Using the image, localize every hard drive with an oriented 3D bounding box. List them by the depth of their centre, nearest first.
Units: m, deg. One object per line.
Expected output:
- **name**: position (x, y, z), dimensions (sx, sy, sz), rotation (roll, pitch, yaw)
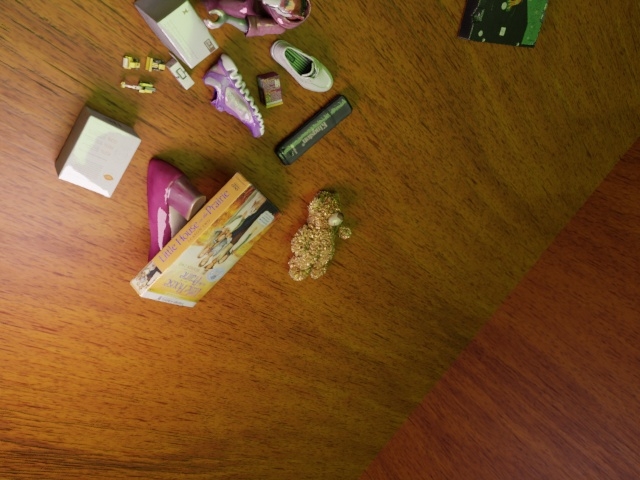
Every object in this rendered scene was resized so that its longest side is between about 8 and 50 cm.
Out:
- **hard drive**: position (0.626, -0.781, 1.666), dimensions (0.338, 0.064, 0.237), rotation (-8, 123, -29)

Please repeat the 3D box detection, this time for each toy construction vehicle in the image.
- **toy construction vehicle**: position (-0.429, -0.402, 1.211), dimensions (0.098, 0.035, 0.086), rotation (2, 117, -35)

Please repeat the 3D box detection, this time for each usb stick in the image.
- **usb stick**: position (-0.018, -0.338, 1.528), dimensions (0.278, 0.045, 0.077), rotation (-41, 134, -5)

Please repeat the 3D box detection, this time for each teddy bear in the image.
- **teddy bear**: position (0.000, 0.000, 1.719), dimensions (0.245, 0.113, 0.338), rotation (18, 107, -43)

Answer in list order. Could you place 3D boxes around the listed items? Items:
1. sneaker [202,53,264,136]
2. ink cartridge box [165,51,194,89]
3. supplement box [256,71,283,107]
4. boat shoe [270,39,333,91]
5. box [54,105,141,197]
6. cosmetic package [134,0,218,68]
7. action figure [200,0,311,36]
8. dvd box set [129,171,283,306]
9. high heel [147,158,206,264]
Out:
- **sneaker**: position (-0.234, -0.371, 1.335), dimensions (0.104, 0.095, 0.236), rotation (-32, 127, -4)
- **ink cartridge box**: position (-0.355, -0.421, 1.240), dimensions (0.028, 0.048, 0.083), rotation (-41, 132, -5)
- **supplement box**: position (-0.141, -0.419, 1.391), dimensions (0.054, 0.043, 0.083), rotation (-21, 129, -22)
- **boat shoe**: position (-0.041, -0.476, 1.400), dimensions (0.226, 0.076, 0.083), rotation (17, 108, -40)
- **box**: position (-0.544, -0.215, 1.216), dimensions (0.130, 0.091, 0.171), rotation (25, 103, -42)
- **cosmetic package**: position (-0.322, -0.476, 1.099), dimensions (0.085, 0.231, 0.117), rotation (-39, 133, -2)
- **action figure**: position (-0.117, -0.524, 1.115), dimensions (0.275, 0.370, 0.248), rotation (28, 102, -45)
- **dvd box set**: position (-0.313, 0.014, 1.456), dimensions (0.420, 0.062, 0.307), rotation (-45, 162, -1)
- **high heel**: position (-0.453, -0.047, 1.421), dimensions (0.377, 0.181, 0.127), rotation (-56, 168, 29)
